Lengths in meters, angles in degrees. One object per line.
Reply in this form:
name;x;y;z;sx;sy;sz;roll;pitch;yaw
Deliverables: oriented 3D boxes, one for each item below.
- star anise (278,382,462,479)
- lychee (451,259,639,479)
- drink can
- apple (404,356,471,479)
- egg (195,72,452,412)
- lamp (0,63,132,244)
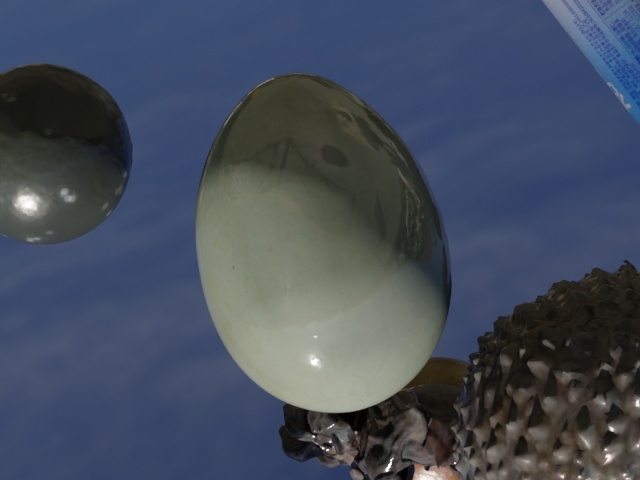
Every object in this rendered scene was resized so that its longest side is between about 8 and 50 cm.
star anise;0.065;0.192;1.869;0.257;0.198;0.110;-28;-125;55
lychee;0.243;0.158;1.602;0.300;0.300;0.300;-19;-156;9
drink can;0.223;-0.159;1.409;0.097;0.235;0.097;-39;-178;1
apple;0.154;0.239;2.430;0.196;0.196;0.196;-19;-156;9
egg;0.000;0.000;1.200;0.151;0.209;0.151;-10;168;-2
lamp;-0.343;-0.106;2.002;0.314;0.182;0.182;17;-154;-7
